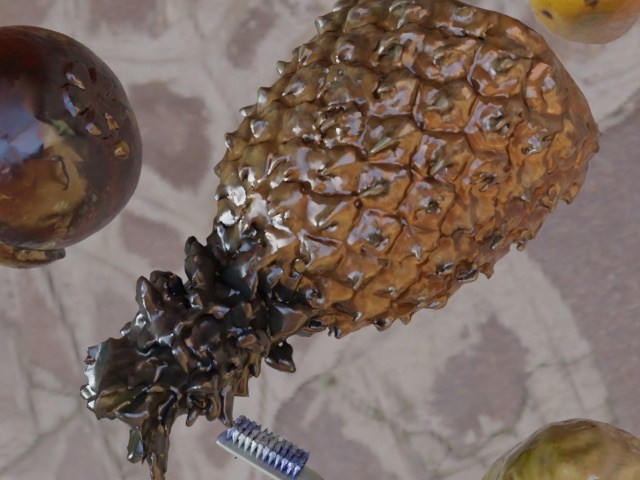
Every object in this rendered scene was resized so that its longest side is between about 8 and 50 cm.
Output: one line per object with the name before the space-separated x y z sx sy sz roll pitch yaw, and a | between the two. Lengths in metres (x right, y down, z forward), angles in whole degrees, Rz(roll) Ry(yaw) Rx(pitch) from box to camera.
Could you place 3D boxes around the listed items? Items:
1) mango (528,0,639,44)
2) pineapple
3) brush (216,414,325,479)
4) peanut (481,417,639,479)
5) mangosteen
mango | 0.248 -0.233 1.511 0.178 0.115 0.090 106 165 -77
pineapple | 0.000 0.000 1.033 0.202 0.202 0.362 37 78 30
brush | -0.004 0.200 1.372 0.178 0.033 0.030 30 116 10
peanut | 0.156 0.187 1.102 0.236 0.110 0.120 125 145 -68
mangosteen | -0.315 -0.076 1.650 0.289 0.231 0.231 -42 71 28
